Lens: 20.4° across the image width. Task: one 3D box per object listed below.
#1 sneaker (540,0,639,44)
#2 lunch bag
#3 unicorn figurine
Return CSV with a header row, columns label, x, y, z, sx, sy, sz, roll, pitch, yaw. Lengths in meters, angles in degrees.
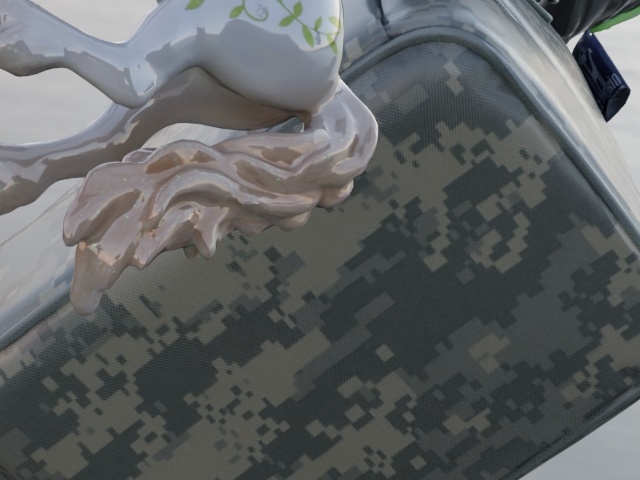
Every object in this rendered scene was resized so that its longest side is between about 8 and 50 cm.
label,x,y,z,sx,sy,sz,roll,pitch,yaw
sneaker,0.058,-0.305,0.948,0.202,0.483,0.185,-45,21,-19
lunch bag,0.000,0.000,0.831,0.305,0.212,0.256,-37,23,14
unicorn figurine,-0.030,-0.075,0.331,0.111,0.162,0.060,-15,6,-18
